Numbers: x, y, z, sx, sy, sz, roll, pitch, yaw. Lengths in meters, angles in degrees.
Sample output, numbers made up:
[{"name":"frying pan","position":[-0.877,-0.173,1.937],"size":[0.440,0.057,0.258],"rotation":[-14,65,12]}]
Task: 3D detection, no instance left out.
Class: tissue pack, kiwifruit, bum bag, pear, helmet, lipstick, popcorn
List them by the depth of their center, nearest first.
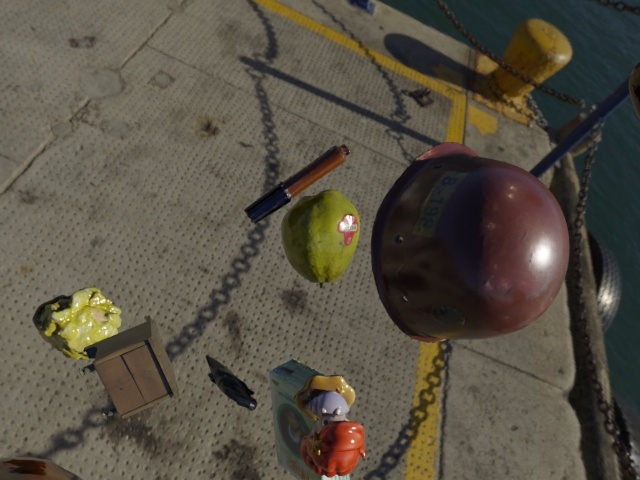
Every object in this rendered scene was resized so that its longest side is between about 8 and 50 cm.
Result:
[{"name":"kiwifruit","position":[0.515,-0.220,0.703],"size":[0.124,0.075,0.075],"rotation":[49,46,-28]},{"name":"helmet","position":[0.291,0.007,0.787],"size":[0.337,0.230,0.385],"rotation":[44,70,-28]},{"name":"bum bag","position":[-0.281,0.428,1.409],"size":[0.123,0.248,0.060],"rotation":[42,76,-31]},{"name":"popcorn","position":[-0.741,0.251,1.439],"size":[0.259,0.259,0.212],"rotation":[35,49,2]},{"name":"lipstick","position":[-0.079,-0.197,1.602],"size":[0.418,0.077,0.077],"rotation":[-34,72,3]},{"name":"tissue pack","position":[-0.041,0.658,1.657],"size":[0.162,0.287,0.388],"rotation":[-14,105,-38]},{"name":"pear","position":[0.000,0.000,1.698],"size":[0.287,0.287,0.375],"rotation":[-9,105,-27]}]

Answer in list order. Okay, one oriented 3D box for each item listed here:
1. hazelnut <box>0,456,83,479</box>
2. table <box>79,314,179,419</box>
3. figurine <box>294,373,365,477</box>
[{"name":"hazelnut","position":[-0.476,0.482,0.669],"size":[0.365,0.366,0.366],"rotation":[11,55,-16]},{"name":"table","position":[-0.222,0.150,0.543],"size":[0.082,0.070,0.083],"rotation":[-22,109,-16]},{"name":"figurine","position":[0.030,0.489,1.184],"size":[0.181,0.208,0.257],"rotation":[35,13,-15]}]
